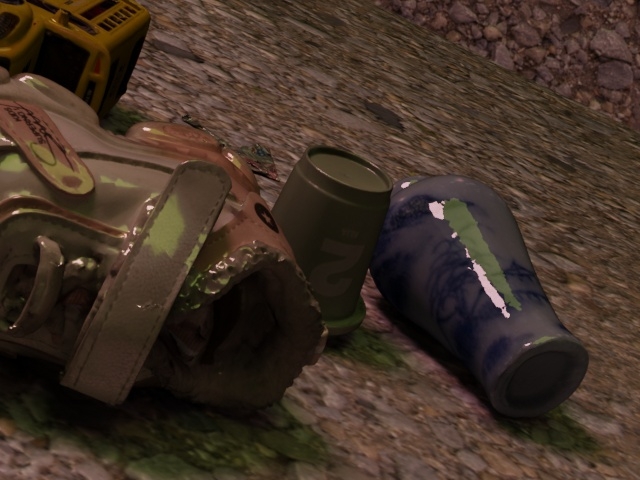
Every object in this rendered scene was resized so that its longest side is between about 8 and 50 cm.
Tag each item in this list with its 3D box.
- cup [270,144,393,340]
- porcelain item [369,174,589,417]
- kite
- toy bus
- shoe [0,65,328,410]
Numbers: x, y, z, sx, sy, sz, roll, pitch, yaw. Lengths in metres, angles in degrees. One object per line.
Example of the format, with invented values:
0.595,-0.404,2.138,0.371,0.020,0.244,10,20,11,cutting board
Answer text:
0.000,0.000,1.057,0.120,0.141,0.120,21,20,-8,cup
0.130,0.037,1.123,0.141,0.141,0.259,9,31,-34,porcelain item
-0.099,-0.103,1.428,0.156,0.011,0.139,35,21,31,kite
-0.262,-0.173,1.230,0.151,0.145,0.331,24,18,-5,toy bus
-0.149,0.007,0.831,0.351,0.172,0.198,1,32,-40,shoe
